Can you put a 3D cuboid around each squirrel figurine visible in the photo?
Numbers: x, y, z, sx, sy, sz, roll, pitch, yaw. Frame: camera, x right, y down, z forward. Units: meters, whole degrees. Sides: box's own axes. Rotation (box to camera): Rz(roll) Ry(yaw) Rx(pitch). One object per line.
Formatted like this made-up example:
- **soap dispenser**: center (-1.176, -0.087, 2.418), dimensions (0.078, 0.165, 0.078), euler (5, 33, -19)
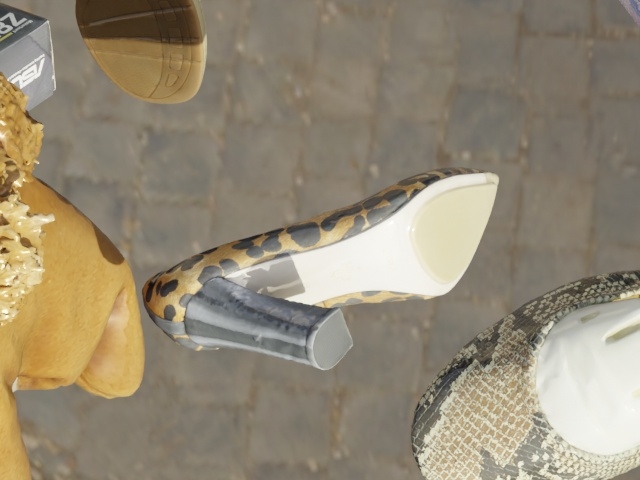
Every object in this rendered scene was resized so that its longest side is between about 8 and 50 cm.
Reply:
- **squirrel figurine**: center (-0.312, 0.075, 1.308), dimensions (0.281, 0.397, 0.370), euler (16, 41, 9)

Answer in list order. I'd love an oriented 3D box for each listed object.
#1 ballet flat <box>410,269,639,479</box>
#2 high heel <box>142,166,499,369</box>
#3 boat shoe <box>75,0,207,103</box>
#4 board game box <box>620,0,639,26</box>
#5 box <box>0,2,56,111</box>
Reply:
- **ballet flat**: center (0.305, 0.085, 1.545), dimensions (0.483, 0.182, 0.164), euler (-17, 82, -25)
- **high heel**: center (0.000, 0.000, 1.366), dimensions (0.186, 0.093, 0.261), euler (11, 35, 38)
- **boat shoe**: center (-0.165, -0.278, 1.704), dimensions (0.123, 0.342, 0.123), euler (2, 46, 19)
- **board game box**: center (0.259, -0.356, 1.549), dimensions (0.066, 0.318, 0.318), euler (-12, 30, -3)
- **box**: center (-0.496, -0.138, 1.769), dimensions (0.318, 0.097, 0.395), euler (19, 40, 26)
